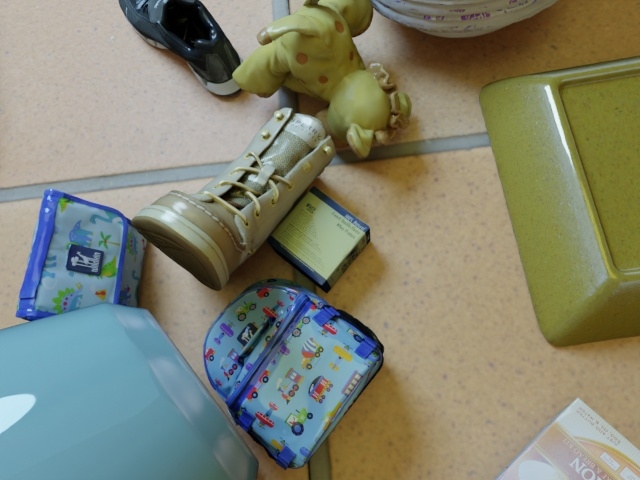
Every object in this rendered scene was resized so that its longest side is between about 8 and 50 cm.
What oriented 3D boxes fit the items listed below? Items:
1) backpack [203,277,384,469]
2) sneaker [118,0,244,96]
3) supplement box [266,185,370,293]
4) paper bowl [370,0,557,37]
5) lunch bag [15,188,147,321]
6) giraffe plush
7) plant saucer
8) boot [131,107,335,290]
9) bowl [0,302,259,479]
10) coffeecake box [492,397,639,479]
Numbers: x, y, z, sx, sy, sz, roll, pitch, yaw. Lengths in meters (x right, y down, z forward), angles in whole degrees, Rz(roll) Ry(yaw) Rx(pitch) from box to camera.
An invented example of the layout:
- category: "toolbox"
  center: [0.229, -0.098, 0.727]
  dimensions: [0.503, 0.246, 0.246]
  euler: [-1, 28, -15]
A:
- category: "backpack"
  center: [-0.041, 0.117, 0.475]
  dimensions: [0.173, 0.117, 0.158]
  euler: [39, 82, 16]
- category: "sneaker"
  center: [-0.192, -0.292, 0.613]
  dimensions: [0.234, 0.106, 0.078]
  euler: [42, 82, 15]
- category: "supplement box"
  center: [0.000, 0.000, 0.534]
  dimensions: [0.083, 0.056, 0.083]
  euler: [38, 82, 15]
- category: "paper bowl"
  center: [0.178, -0.364, 0.556]
  dimensions: [0.285, 0.148, 0.284]
  euler: [-6, 63, 13]
- category: "lunch bag"
  center: [-0.258, 0.029, 0.505]
  dimensions: [0.096, 0.151, 0.128]
  euler: [-1, 73, 6]
- category: "giraffe plush"
  center: [0.025, -0.184, 0.542]
  dimensions: [0.181, 0.210, 0.170]
  euler: [-39, 104, -10]
- category: "plant saucer"
  center: [0.380, -0.075, 0.503]
  dimensions: [0.333, 0.081, 0.332]
  euler: [-9, 73, 3]
- category: "boot"
  center: [-0.067, -0.052, 0.457]
  dimensions: [0.095, 0.262, 0.203]
  euler: [41, 80, -1]
- category: "bowl"
  center: [-0.170, 0.175, 0.398]
  dimensions: [0.163, 0.311, 0.311]
  euler: [-36, 73, -21]
- category: "coffeecake box"
  center: [0.223, 0.262, 0.413]
  dimensions: [0.185, 0.068, 0.142]
  euler: [-42, 59, -6]
